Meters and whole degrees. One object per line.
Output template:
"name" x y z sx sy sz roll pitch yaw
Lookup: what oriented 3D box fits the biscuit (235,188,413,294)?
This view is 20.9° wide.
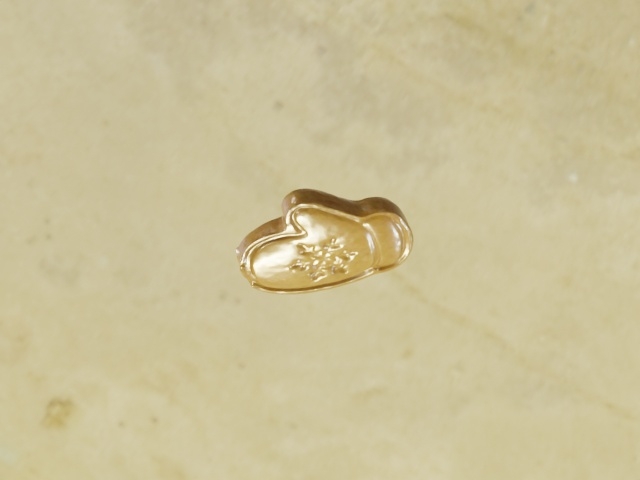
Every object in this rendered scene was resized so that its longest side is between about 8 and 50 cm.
"biscuit" 0.000 0.001 1.368 0.140 0.023 0.118 -17 142 11
